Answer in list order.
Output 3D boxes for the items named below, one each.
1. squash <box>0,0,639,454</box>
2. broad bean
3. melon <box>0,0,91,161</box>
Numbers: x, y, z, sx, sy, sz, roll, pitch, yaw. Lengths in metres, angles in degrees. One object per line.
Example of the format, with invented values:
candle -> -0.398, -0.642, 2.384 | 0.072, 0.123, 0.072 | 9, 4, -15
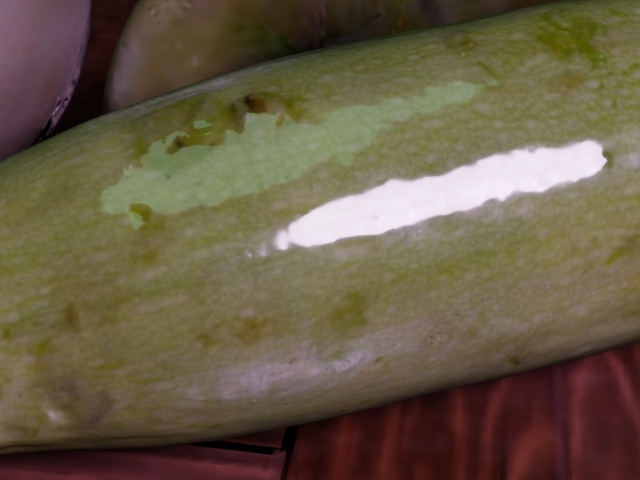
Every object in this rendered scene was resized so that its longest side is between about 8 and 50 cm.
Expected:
squash -> 0.002, -0.004, 0.436 | 0.370, 0.118, 0.118 | -11, 32, -22
broad bean -> 0.019, -0.071, 0.526 | 0.206, 0.153, 0.072 | -23, 46, -9
melon -> -0.205, -0.077, 0.438 | 0.223, 0.223, 0.317 | 20, 29, 27
